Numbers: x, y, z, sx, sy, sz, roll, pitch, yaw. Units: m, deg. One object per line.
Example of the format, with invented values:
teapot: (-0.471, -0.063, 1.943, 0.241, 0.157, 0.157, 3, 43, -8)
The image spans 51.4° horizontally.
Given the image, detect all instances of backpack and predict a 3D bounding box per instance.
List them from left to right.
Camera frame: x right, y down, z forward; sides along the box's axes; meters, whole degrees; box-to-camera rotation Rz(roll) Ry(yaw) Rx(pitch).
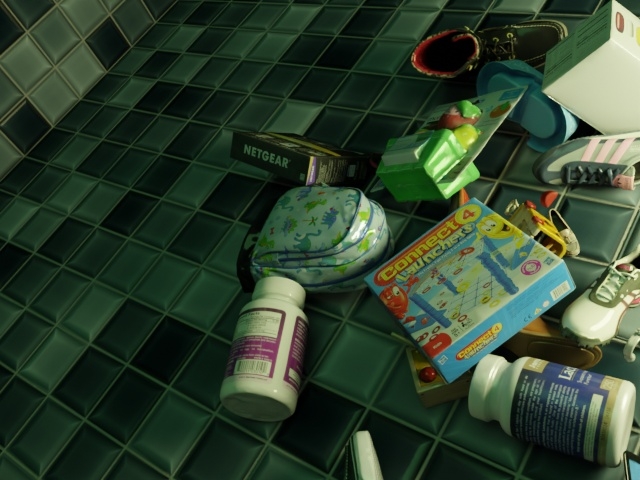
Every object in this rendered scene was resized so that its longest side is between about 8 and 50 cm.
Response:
backpack: (0.000, 0.000, 1.623, 0.356, 0.273, 0.290, 13, 52, 19)

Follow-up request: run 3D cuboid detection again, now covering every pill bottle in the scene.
pill bottle: (-0.116, 0.238, 1.506, 0.169, 0.169, 0.301, -6, 50, 21)
pill bottle: (0.417, 0.299, 1.209, 0.265, 0.153, 0.153, 10, 58, 32)

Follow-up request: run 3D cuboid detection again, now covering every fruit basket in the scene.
fruit basket: (0.308, -0.260, 1.675, 0.327, 0.165, 0.353, 2, 53, 57)

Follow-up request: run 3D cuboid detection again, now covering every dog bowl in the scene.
dog bowl: (0.527, -0.351, 1.687, 0.074, 0.165, 0.297, -28, 56, -24)

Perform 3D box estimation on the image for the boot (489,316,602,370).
boot: (0.421, 0.161, 1.375, 0.284, 0.109, 0.220, 1, 36, 15)

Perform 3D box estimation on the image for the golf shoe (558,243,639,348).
golf shoe: (0.552, 0.101, 1.281, 0.105, 0.120, 0.273, 29, 47, 36)

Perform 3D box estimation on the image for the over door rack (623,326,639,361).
over door rack: (0.743, 0.178, 1.202, 0.324, 0.108, 0.240, -35, 44, -25)

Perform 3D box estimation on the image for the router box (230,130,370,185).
router box: (-0.058, -0.230, 1.838, 0.309, 0.080, 0.243, 24, 21, 39)

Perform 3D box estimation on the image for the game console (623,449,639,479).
game console: (0.568, 0.417, 1.070, 0.124, 0.085, 0.144, -13, 41, 28)

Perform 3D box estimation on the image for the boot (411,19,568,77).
boot: (0.450, -0.517, 1.799, 0.378, 0.138, 0.284, 1, 13, 31)

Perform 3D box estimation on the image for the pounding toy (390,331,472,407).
pounding toy: (0.232, 0.251, 1.374, 0.130, 0.100, 0.141, -19, 46, 10)

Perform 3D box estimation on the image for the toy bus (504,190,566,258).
toy bus: (0.473, -0.008, 1.474, 0.104, 0.191, 0.202, 34, 68, -7)

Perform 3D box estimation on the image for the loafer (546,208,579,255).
loafer: (0.542, -0.019, 1.496, 0.045, 0.039, 0.125, -22, 46, 7)

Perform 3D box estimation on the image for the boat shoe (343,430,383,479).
boat shoe: (0.060, 0.515, 1.218, 0.119, 0.121, 0.335, -11, 50, 11)

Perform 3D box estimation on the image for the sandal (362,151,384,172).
sandal: (0.172, -0.216, 1.841, 0.179, 0.040, 0.067, 22, 65, 38)

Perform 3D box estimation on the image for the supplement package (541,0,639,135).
supplement package: (0.685, -0.378, 1.533, 0.204, 0.262, 0.145, -39, 27, 54)

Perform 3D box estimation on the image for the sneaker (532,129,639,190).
sneaker: (0.654, -0.167, 1.519, 0.319, 0.112, 0.131, -11, 46, 19)

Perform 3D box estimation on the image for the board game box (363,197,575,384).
board game box: (0.286, 0.087, 1.344, 0.308, 0.086, 0.302, -37, 35, -2)

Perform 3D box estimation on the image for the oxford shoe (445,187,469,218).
oxford shoe: (0.306, -0.019, 1.575, 0.099, 0.097, 0.271, -8, 49, 27)
